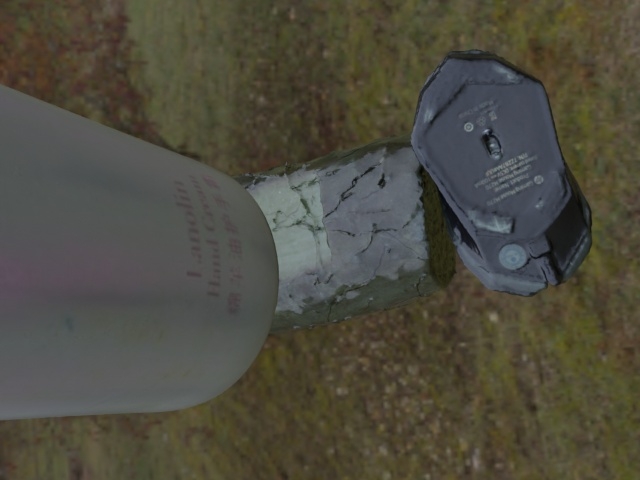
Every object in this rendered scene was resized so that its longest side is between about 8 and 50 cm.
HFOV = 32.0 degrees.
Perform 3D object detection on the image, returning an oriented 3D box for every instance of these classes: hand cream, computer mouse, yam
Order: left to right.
[{"bbox_3d":[-0.151,-0.004,0.408,0.118,0.358,0.186,-19,72,27],"label":"hand cream"},{"bbox_3d":[0.000,0.000,0.948,0.254,0.154,0.154,-13,77,26],"label":"yam"},{"bbox_3d":[0.133,-0.052,0.836,0.062,0.105,0.192,22,-134,-81],"label":"computer mouse"}]
